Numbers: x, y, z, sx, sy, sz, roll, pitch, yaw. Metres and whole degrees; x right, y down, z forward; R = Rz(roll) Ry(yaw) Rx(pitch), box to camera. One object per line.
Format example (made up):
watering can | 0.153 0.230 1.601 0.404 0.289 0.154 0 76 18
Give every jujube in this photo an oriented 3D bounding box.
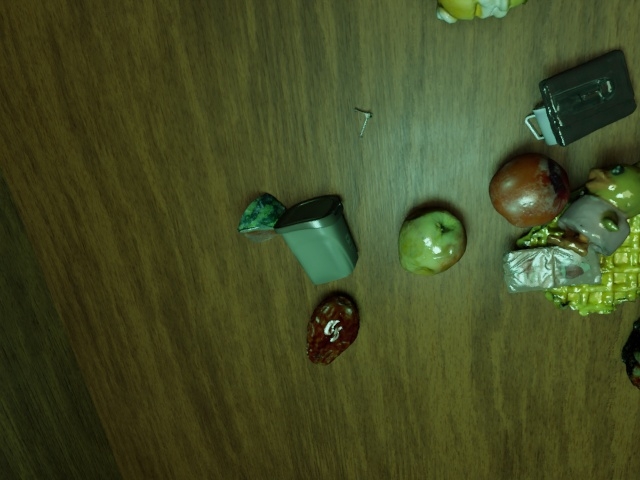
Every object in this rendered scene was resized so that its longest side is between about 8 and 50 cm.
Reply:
jujube | 0.040 0.344 1.556 0.197 0.197 0.290 26 116 7

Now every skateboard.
skateboard | 0.126 -0.376 1.324 0.063 0.032 0.083 26 116 19

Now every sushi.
sushi | 1.044 0.300 1.200 0.196 0.182 0.344 10 117 8

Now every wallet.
wallet | 0.701 -0.371 1.070 0.229 0.049 0.182 -24 100 -1

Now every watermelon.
watermelon | -0.205 -0.043 1.508 0.136 0.207 0.202 31 139 34

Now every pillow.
pillow | 0.670 0.077 1.204 0.248 0.049 0.135 -11 103 24

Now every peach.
peach | 0.342 0.010 1.322 0.214 0.214 0.235 40 136 0

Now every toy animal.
toy animal | 0.740 -0.084 1.064 0.169 0.195 0.281 25 100 -4

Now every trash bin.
trash bin | 0.000 0.000 1.425 0.219 0.220 0.250 -16 112 26

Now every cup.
cup | 0.634 -0.329 1.150 0.104 0.074 0.116 -8 116 47

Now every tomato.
tomato | 0.590 -0.142 1.155 0.208 0.208 0.184 45 134 -3

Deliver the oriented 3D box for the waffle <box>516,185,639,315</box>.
waffle | 0.812 0.035 1.217 0.379 0.095 0.382 44 116 1

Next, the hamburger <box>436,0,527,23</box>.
hamburger | 0.365 -0.669 0.993 0.236 0.276 0.277 -10 108 20
